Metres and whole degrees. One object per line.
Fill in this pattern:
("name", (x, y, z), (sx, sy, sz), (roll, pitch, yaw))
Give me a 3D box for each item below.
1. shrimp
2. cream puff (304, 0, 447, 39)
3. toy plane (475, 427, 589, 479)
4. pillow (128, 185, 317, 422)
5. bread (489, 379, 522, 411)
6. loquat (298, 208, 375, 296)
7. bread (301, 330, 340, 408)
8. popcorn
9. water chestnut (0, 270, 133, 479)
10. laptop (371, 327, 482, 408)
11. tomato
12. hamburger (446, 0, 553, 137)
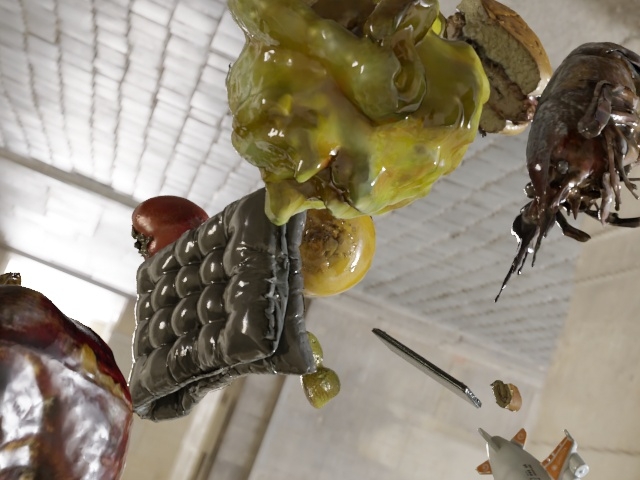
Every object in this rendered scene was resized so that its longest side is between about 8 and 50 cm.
("shrimp", (0.250, -0.068, 1.039), (0.116, 0.343, 0.145), (-19, 118, 47))
("cream puff", (0.058, -0.316, 1.743), (0.274, 0.270, 0.323), (0, 123, 24))
("toy plane", (0.361, 0.433, 1.957), (0.244, 0.245, 0.117), (7, 150, 49))
("pillow", (-0.135, 0.088, 1.366), (0.101, 0.228, 0.326), (22, 146, -37))
("bread", (0.303, 0.252, 1.775), (0.036, 0.047, 0.083), (-27, 158, 14))
("loquat", (0.000, 0.000, 2.218), (0.235, 0.235, 0.235), (20, 169, 4))
("bread", (-0.006, 0.235, 2.043), (0.065, 0.149, 0.188), (-20, 164, 5))
("popcorn", (0.019, -0.155, 1.193), (0.325, 0.290, 0.321), (-5, 170, 36))
("water chestnut", (-0.358, 0.159, 1.166), (0.335, 0.347, 0.335), (6, 141, 5))
("laptop", (0.165, 0.197, 1.694), (0.180, 0.016, 0.129), (31, 172, 25))
("tomato", (-0.233, -0.016, 1.797), (0.139, 0.159, 0.091), (-3, 152, -47))
("hamburger", (0.294, -0.297, 1.840), (0.282, 0.155, 0.245), (44, -150, 18))
